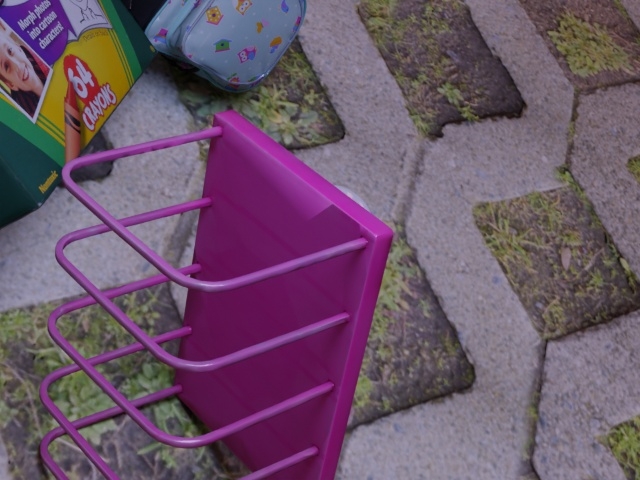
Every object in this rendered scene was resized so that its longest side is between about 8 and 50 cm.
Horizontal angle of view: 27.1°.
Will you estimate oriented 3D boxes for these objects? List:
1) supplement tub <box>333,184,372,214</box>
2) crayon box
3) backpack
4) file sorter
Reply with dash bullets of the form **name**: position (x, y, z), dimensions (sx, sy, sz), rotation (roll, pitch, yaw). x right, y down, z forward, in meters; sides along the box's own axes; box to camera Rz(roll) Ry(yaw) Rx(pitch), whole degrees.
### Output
- **supplement tub**: position (0.000, 0.000, 1.352), dimensions (0.071, 0.107, 0.071), rotation (20, 46, -22)
- **crayon box**: position (-0.314, -0.210, 1.169), dimensions (0.313, 0.106, 0.363), rotation (56, 22, -19)
- **backpack**: position (-0.102, -0.249, 1.428), dimensions (0.144, 0.166, 0.188), rotation (37, 6, 32)
- **file sorter**: position (-0.101, 0.083, 1.041), dimensions (0.182, 0.290, 0.202), rotation (-16, 41, -38)
